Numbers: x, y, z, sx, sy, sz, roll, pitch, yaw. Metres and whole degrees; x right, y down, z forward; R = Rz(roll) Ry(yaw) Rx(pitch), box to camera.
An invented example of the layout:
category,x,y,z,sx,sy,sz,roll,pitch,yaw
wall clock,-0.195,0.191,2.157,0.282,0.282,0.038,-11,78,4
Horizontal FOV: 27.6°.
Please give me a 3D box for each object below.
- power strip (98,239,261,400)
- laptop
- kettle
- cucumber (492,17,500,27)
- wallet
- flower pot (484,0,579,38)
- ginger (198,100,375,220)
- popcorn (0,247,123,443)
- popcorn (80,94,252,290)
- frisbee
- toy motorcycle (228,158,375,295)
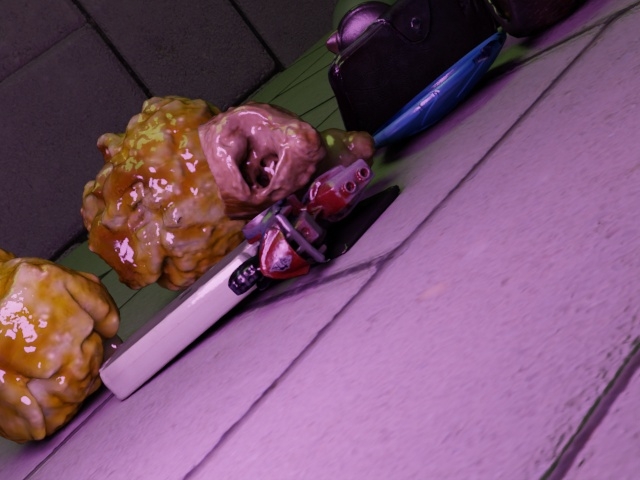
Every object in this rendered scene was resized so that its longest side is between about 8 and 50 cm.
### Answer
category,x,y,z,sx,sy,sz,roll,pitch,yaw
power strip,-0.160,0.090,1.588,0.270,0.046,0.118,-40,7,13
laptop,0.000,0.000,1.567,0.197,0.016,0.135,-26,17,47
kettle,0.131,-0.428,2.606,0.240,0.165,0.255,-8,15,4
cucumber,0.263,-0.358,2.051,0.245,0.067,0.067,-32,8,-22
wallet,0.139,-0.274,1.898,0.045,0.172,0.318,20,53,44
flower pot,0.331,-0.445,1.777,0.267,0.266,0.266,-26,12,3
ginger,-0.037,-0.095,1.610,0.221,0.130,0.275,-7,-11,-7
popcorn,-0.387,0.119,1.671,0.276,0.276,0.225,-32,6,30
popcorn,-0.206,-0.072,1.851,0.247,0.282,0.282,5,-19,-37
frisbee,0.163,-0.193,1.767,0.242,0.045,0.242,-39,3,3
toy motorcycle,-0.019,-0.020,1.474,0.213,0.082,0.122,-46,14,-23
